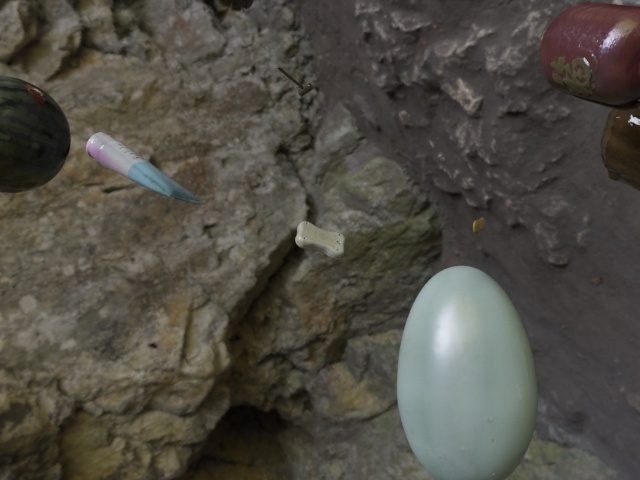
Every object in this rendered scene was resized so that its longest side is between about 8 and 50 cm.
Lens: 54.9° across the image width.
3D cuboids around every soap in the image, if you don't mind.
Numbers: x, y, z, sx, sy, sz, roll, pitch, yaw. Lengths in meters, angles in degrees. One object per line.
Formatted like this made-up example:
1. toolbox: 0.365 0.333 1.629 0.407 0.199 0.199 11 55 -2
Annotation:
1. soap: 0.390 -0.037 1.515 0.089 0.012 0.034 -17 -74 -58

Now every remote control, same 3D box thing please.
1. remote control: 0.000 0.000 1.470 0.032 0.122 0.074 123 162 -46

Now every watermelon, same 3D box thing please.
1. watermelon: -0.554 -0.185 1.079 0.212 0.212 0.212 62 174 11

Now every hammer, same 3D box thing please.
1. hammer: -0.065 -0.386 1.474 0.110 0.036 0.019 31 -136 -43

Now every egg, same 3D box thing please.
1. egg: 0.243 0.228 1.032 0.230 0.230 0.370 174 95 -84

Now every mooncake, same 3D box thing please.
1. mooncake: 0.794 -0.253 1.397 0.187 0.324 0.324 41 161 41

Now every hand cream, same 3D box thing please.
1. hand cream: -0.408 -0.152 1.412 0.312 0.070 0.111 32 -171 24

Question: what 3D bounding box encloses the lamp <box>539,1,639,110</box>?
1. lamp: 0.506 -0.332 1.109 0.258 0.180 0.180 39 158 54

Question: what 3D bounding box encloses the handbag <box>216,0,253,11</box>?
1. handbag: -0.187 -0.690 1.425 0.254 0.093 0.307 -141 58 -74
